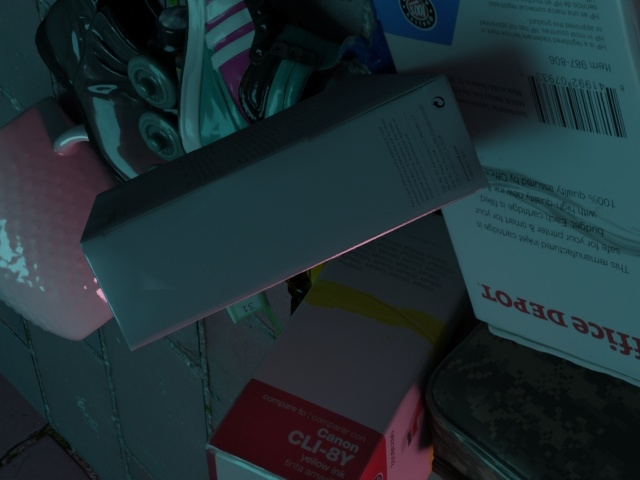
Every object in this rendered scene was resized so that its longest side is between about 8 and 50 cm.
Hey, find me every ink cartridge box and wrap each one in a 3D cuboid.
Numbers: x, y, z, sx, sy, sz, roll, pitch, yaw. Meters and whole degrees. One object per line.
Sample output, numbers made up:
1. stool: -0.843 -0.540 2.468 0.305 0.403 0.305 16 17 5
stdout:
1. ink cartridge box: 0.225 -0.093 1.124 0.285 0.166 0.395 20 138 50
2. ink cartridge box: -0.107 0.045 1.661 0.171 0.056 0.235 53 166 53
3. ink cartridge box: 0.044 0.181 1.492 0.160 0.384 0.279 20 142 18

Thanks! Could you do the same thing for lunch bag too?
1. lunch bag: 0.268 0.234 1.421 0.305 0.212 0.256 37 160 26

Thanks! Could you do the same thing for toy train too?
1. toy train: -0.121 -0.135 1.697 0.190 0.142 0.334 25 142 25

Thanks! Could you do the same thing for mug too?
1. mug: -0.393 -0.039 2.144 0.374 0.276 0.328 -34 98 34

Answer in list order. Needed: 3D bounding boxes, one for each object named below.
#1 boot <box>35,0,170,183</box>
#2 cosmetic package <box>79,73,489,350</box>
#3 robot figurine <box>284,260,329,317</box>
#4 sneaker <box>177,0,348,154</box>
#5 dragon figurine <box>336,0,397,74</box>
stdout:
1. boot: -0.251 -0.211 1.836 0.338 0.118 0.223 50 149 -3
2. cosmetic package: -0.047 -0.041 1.138 0.377 0.284 0.097 -134 22 -80
3. robot figurine: 0.000 0.000 1.615 0.085 0.211 0.291 4 142 8
4. sneaker: -0.054 -0.230 1.477 0.178 0.124 0.295 6 102 11
5. dragon figurine: 0.091 -0.200 1.300 0.144 0.085 0.289 36 141 29
